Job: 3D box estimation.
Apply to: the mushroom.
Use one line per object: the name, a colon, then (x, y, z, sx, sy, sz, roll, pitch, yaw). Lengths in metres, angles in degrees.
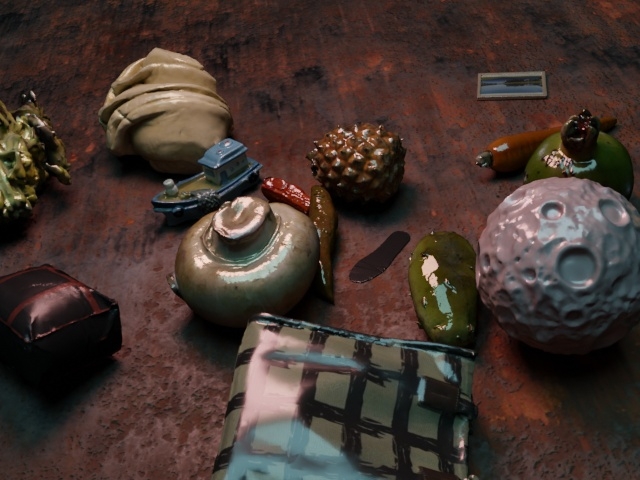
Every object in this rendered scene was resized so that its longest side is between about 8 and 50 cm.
mushroom: (-0.125, 0.031, 1.339, 0.255, 0.184, 0.255, -2, 48, 2)

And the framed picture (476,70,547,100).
framed picture: (0.420, -0.341, 1.820, 0.149, 0.011, 0.109, 1, 40, 11)

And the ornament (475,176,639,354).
ornament: (0.337, 0.036, 1.177, 0.225, 0.259, 0.259, 1, 40, 7)

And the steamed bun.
steamed bun: (-0.329, -0.277, 1.737, 0.276, 0.203, 0.289, -12, 39, -4)

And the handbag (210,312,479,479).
handbag: (0.037, 0.259, 1.043, 0.327, 0.162, 0.325, 3, 42, 6)

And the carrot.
carrot: (0.442, -0.188, 1.598, 0.336, 0.069, 0.069, -16, 39, -18)

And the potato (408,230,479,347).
potato: (0.195, 0.074, 1.292, 0.117, 0.090, 0.225, 1, 46, 2)

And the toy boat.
toy boat: (-0.225, -0.114, 1.602, 0.238, 0.098, 0.109, -35, 43, -28)

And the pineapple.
pineapple: (0.059, -0.148, 1.544, 0.193, 0.166, 0.166, 11, 43, 22)

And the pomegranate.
pomegranate: (0.448, -0.126, 1.402, 0.179, 0.210, 0.179, 13, 41, -11)

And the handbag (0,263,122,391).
handbag: (-0.431, 0.128, 1.300, 0.215, 0.155, 0.169, 24, 35, 36)

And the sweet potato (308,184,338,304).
sweet potato: (0.000, 0.000, 1.441, 0.067, 0.067, 0.274, -6, 49, 4)

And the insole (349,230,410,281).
insole: (0.104, 0.028, 1.436, 0.053, 0.002, 0.152, 20, 47, 32)

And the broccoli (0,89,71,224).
broccoli: (-0.669, -0.157, 1.657, 0.324, 0.272, 0.334, 36, 37, -7)

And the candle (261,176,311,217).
candle: (-0.047, -0.075, 1.553, 0.162, 0.053, 0.048, 27, 20, 29)
